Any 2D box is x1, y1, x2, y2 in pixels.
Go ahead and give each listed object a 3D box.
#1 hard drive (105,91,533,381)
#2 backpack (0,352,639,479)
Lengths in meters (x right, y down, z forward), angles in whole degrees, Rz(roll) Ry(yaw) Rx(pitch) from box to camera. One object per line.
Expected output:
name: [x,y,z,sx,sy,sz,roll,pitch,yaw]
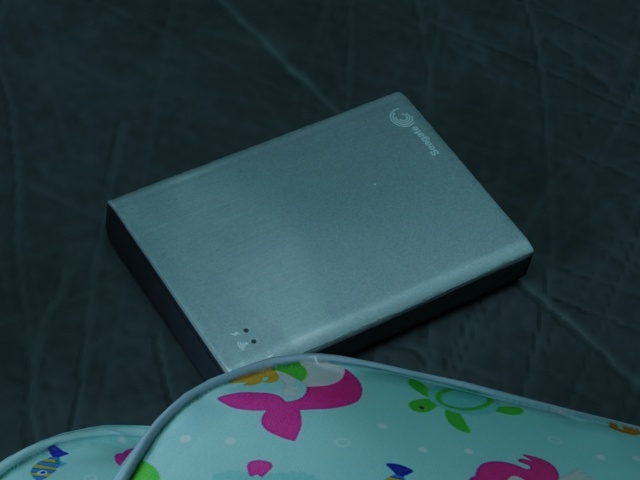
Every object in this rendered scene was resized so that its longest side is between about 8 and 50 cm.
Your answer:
hard drive: [0.000,0.000,0.681,0.135,0.022,0.094,-22,58,-26]
backpack: [-0.002,0.146,0.460,0.253,0.191,0.225,11,36,11]
